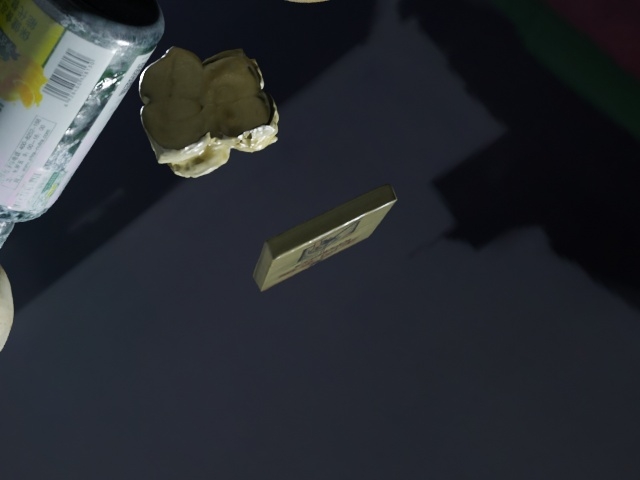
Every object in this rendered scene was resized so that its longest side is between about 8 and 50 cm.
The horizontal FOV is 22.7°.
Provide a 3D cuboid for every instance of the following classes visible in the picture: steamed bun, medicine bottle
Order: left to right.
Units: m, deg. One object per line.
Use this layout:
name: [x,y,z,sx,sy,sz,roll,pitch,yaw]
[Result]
medicine bottle: [-0.268,-0.118,1.434,0.141,0.293,0.141,28,28,-17]
steamed bun: [-0.156,-0.177,2.167,0.106,0.177,0.192,82,-15,-63]

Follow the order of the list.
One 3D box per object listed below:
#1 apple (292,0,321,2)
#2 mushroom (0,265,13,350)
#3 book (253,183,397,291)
apple: [-0.001,-0.426,2.006,0.234,0.257,0.257,9,-31,24]
mushroom: [-0.470,0.091,2.077,0.166,0.127,0.166,7,-81,57]
book: [0.000,0.000,1.866,0.026,0.161,0.231,63,-10,7]
